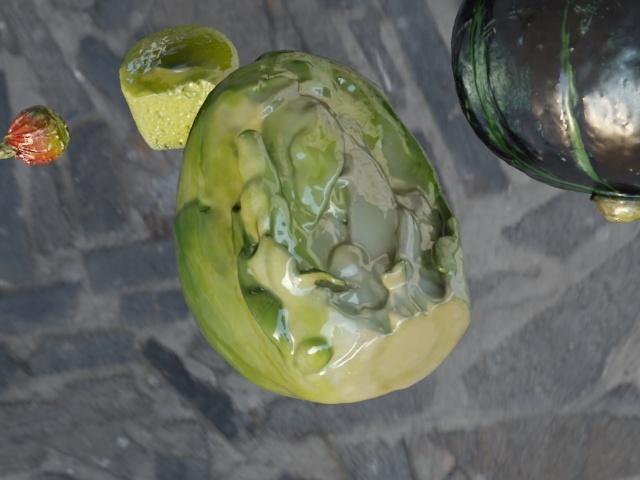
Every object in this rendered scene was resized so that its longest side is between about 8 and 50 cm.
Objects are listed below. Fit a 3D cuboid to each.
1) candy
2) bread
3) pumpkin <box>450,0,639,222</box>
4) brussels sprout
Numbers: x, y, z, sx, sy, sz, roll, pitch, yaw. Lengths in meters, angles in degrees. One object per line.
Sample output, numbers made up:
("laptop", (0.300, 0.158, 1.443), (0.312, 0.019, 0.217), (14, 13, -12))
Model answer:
("candy", (-0.336, -0.080, 1.595), (0.201, 0.060, 0.060), (-27, 72, -30))
("bread", (-0.148, -0.167, 1.755), (0.129, 0.114, 0.111), (-1, 51, 4))
("pumpkin", (0.256, -0.133, 1.318), (0.315, 0.315, 0.238), (6, 93, 7))
("brussels sprout", (0.000, 0.000, 1.646), (0.276, 0.314, 0.371), (-12, 55, -23))
